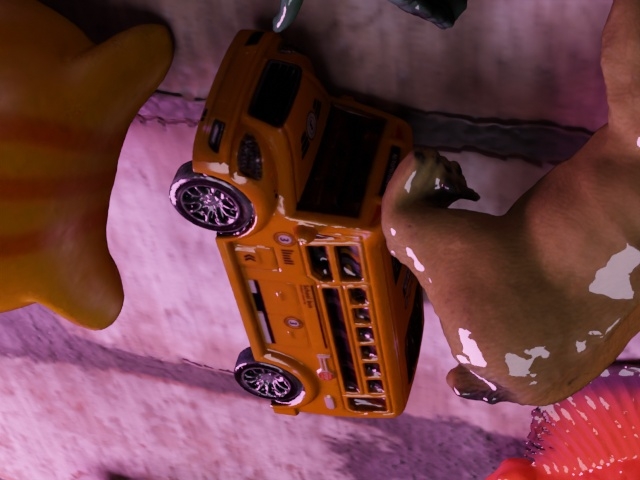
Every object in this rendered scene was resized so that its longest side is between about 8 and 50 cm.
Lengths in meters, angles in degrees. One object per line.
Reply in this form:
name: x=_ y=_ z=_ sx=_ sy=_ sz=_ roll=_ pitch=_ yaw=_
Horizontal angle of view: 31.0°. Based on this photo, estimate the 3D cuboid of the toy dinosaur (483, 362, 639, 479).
toy dinosaur: x=0.206 y=0.114 z=0.596 sx=0.286 sy=0.070 sz=0.139 roll=-9 pitch=111 yaw=31

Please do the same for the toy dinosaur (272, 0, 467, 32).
toy dinosaur: x=0.072 y=-0.125 z=0.340 sx=0.292 sy=0.079 sz=0.120 roll=-11 pitch=138 yaw=38

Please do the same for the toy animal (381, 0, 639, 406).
toy animal: x=0.110 y=-0.018 z=0.403 sx=0.103 sy=0.101 sz=0.218 roll=29 pitch=117 yaw=-29

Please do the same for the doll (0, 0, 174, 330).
doll: x=-0.218 y=-0.051 z=0.502 sx=0.270 sy=0.162 sz=0.166 roll=17 pitch=112 yaw=14

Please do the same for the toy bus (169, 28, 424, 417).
toy bus: x=0.000 y=0.000 z=0.519 sx=0.088 sy=0.083 sz=0.194 roll=6 pitch=142 yaw=15
